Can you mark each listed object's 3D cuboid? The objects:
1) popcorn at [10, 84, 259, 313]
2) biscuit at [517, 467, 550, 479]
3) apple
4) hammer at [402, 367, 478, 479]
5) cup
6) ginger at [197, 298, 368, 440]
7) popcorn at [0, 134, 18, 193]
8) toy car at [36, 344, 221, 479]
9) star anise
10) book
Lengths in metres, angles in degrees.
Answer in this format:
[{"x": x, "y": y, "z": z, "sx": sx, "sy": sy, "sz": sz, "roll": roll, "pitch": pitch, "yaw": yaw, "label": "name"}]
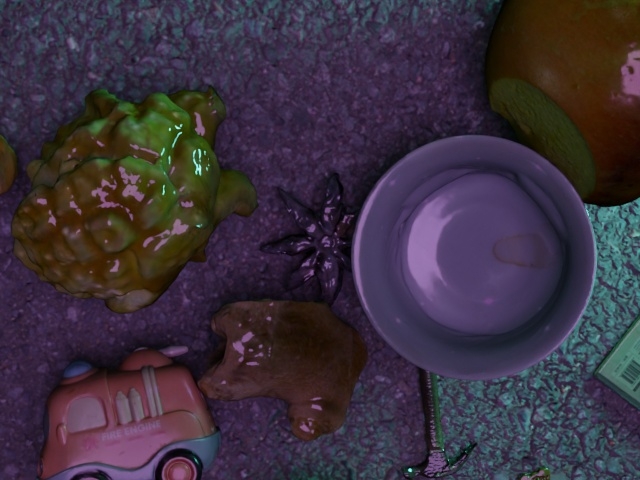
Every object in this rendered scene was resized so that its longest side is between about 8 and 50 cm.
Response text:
[{"x": -0.265, "y": -0.067, "z": 1.616, "sx": 0.274, "sy": 0.279, "sz": 0.335, "roll": 44, "pitch": 103, "yaw": 6, "label": "popcorn"}, {"x": 0.353, "y": 0.415, "z": 1.918, "sx": 0.082, "sy": 0.016, "sz": 0.092, "roll": -38, "pitch": 101, "yaw": -3, "label": "biscuit"}, {"x": 0.405, "y": -0.245, "z": 1.692, "sx": 0.374, "sy": 0.374, "sz": 0.384, "roll": 23, "pitch": 134, "yaw": -12, "label": "apple"}, {"x": 0.171, "y": 0.231, "z": 1.854, "sx": 0.125, "sy": 0.027, "sz": 0.297, "roll": -10, "pitch": 100, "yaw": -7, "label": "hammer"}, {"x": 0.232, "y": 0.023, "z": 1.734, "sx": 0.347, "sy": 0.163, "sz": 0.347, "roll": 0, "pitch": 92, "yaw": 16, "label": "cup"}, {"x": -0.048, "y": 0.185, "z": 1.732, "sx": 0.276, "sy": 0.130, "sz": 0.221, "roll": -9, "pitch": 93, "yaw": -27, "label": "ginger"}, {"x": -0.504, "y": -0.113, "z": 1.637, "sx": 0.167, "sy": 0.152, "sz": 0.148, "roll": 30, "pitch": 61, "yaw": -12, "label": "popcorn"}, {"x": -0.286, "y": 0.267, "z": 1.714, "sx": 0.271, "sy": 0.180, "sz": 0.212, "roll": -13, "pitch": 90, "yaw": -8, "label": "toy car"}, {"x": 0.000, "y": 0.000, "z": 1.772, "sx": 0.181, "sy": 0.061, "sz": 0.204, "roll": 22, "pitch": 95, "yaw": -12, "label": "star anise"}, {"x": 0.611, "y": 0.218, "z": 1.927, "sx": 0.283, "sy": 0.025, "sz": 0.215, "roll": 38, "pitch": 92, "yaw": -12, "label": "book"}]
